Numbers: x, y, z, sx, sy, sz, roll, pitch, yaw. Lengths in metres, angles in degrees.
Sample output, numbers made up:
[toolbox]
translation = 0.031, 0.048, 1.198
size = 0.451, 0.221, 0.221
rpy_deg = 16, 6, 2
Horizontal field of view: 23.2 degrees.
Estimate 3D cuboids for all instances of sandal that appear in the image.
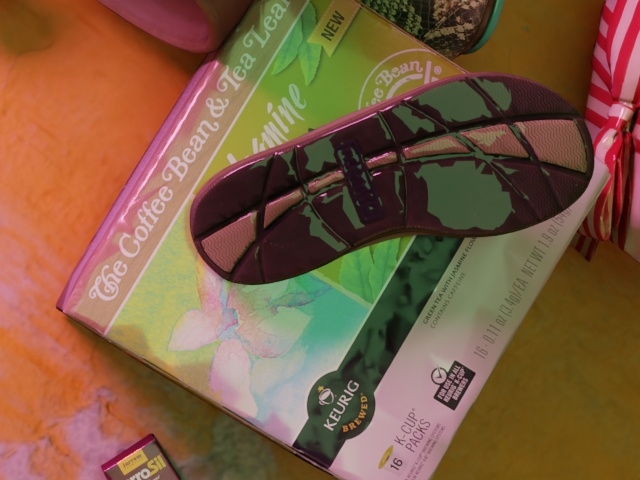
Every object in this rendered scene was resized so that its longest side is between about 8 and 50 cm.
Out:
[sandal]
translation = 0.050, -0.050, 1.158
size = 0.303, 0.086, 0.120
rpy_deg = -13, 97, 3

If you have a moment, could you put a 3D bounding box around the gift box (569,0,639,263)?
[gift box]
translation = 0.350, -0.090, 1.360
size = 0.258, 0.276, 0.255
rpy_deg = 5, 101, -15

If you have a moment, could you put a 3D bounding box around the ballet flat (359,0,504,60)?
[ballet flat]
translation = 0.114, -0.392, 1.329
size = 0.182, 0.164, 0.482
rpy_deg = 22, 77, -19

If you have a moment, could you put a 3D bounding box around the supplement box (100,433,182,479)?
[supplement box]
translation = -0.146, 0.218, 1.353
size = 0.055, 0.043, 0.083
rpy_deg = -33, 95, -9

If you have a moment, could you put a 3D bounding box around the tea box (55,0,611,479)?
[tea box]
translation = 0.000, 0.000, 1.296
size = 0.323, 0.220, 0.329
rpy_deg = 31, 83, -8

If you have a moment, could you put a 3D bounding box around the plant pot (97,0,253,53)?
[plant pot]
translation = -0.118, -0.346, 1.147
size = 0.323, 0.323, 0.280
rpy_deg = 39, 82, -8
